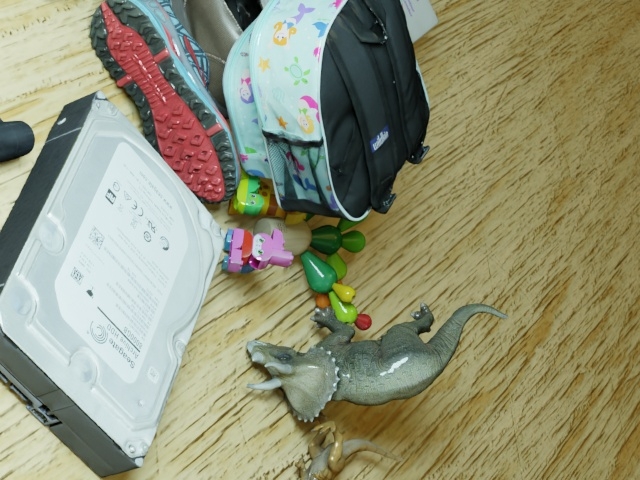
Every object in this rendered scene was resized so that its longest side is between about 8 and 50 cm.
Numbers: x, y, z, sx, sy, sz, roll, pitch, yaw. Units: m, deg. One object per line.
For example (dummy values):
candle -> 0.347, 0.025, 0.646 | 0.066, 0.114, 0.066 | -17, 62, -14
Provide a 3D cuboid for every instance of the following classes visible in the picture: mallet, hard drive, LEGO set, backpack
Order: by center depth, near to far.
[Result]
mallet -> -0.349, -0.162, 1.621 | 0.062, 0.039, 0.190 | -35, 99, -55
hard drive -> -0.222, 0.039, 1.680 | 0.237, 0.064, 0.339 | 51, 38, -29
backpack -> 0.007, -0.179, 1.829 | 0.225, 0.191, 0.253 | -52, 147, -37
LEGO set -> -0.058, -0.037, 1.921 | 0.093, 0.087, 0.227 | 11, 54, -9

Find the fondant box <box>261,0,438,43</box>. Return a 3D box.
fondant box -> 0.019, -0.342, 2.220 | 0.238, 0.096, 0.330 | 64, 31, -11

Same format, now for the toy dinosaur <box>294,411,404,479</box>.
toy dinosaur -> 0.013, 0.257, 1.948 | 0.211, 0.064, 0.112 | -34, 121, -48

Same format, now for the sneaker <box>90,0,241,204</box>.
sneaker -> -0.150, -0.170, 1.862 | 0.262, 0.104, 0.125 | 64, 30, -12

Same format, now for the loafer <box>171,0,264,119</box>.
loafer -> -0.119, -0.334, 1.967 | 0.134, 0.130, 0.366 | -12, 84, -58

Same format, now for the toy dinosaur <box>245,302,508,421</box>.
toy dinosaur -> 0.068, 0.147, 1.942 | 0.160, 0.313, 0.121 | -95, -176, -60

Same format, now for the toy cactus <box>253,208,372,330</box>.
toy cactus -> 0.000, 0.000, 2.023 | 0.180, 0.112, 0.219 | 7, 77, -45
